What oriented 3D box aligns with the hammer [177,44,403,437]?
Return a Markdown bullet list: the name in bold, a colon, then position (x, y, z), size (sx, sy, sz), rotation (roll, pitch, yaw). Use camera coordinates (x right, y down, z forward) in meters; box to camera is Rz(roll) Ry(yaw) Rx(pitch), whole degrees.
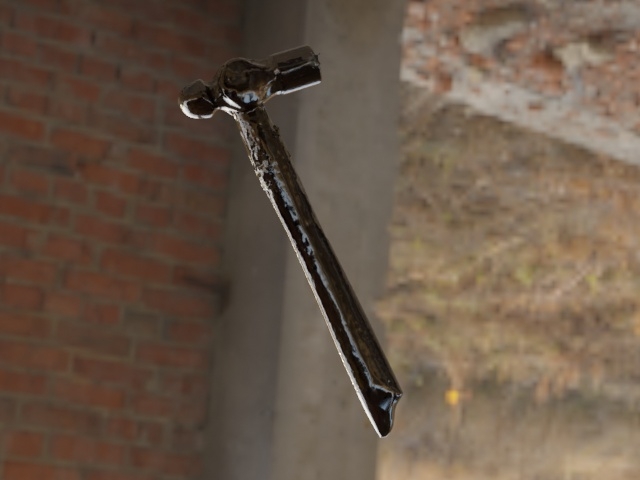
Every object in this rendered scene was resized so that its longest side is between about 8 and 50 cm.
- **hammer**: position (0.000, 0.000, 0.717), size (0.065, 0.178, 0.021), rotation (-23, 174, -11)
